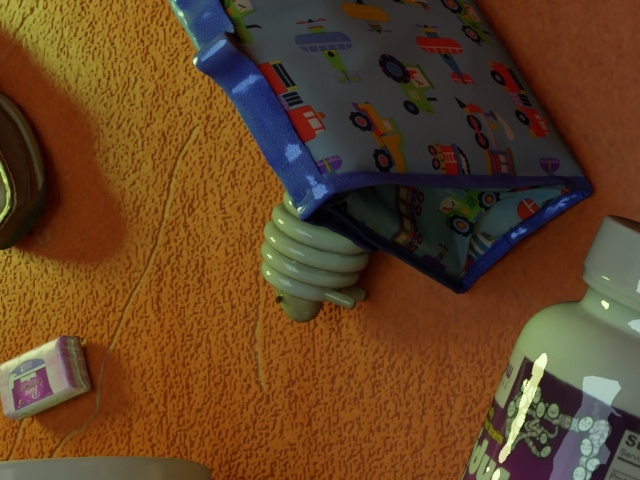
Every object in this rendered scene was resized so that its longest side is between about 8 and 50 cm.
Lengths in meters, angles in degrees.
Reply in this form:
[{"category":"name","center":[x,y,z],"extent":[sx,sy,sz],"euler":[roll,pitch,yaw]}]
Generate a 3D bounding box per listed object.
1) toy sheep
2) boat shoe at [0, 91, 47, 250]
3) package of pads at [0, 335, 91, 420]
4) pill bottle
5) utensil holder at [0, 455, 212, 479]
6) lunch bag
[{"category":"toy sheep","center":[0.000,0.000,1.349],"extent":[0.091,0.091,0.132],"euler":[27,105,34]},{"category":"boat shoe","center":[-0.366,-0.118,1.593],"extent":[0.122,0.120,0.324],"euler":[-52,59,18]},{"category":"package of pads","center":[-0.235,0.117,1.527],"extent":[0.083,0.032,0.050],"euler":[-25,70,30]},{"category":"pill bottle","center":[0.183,0.144,1.151],"extent":[0.169,0.169,0.302],"euler":[26,99,34]},{"category":"utensil holder","center":[-0.211,0.369,1.311],"extent":[0.327,0.327,0.386],"euler":[-15,73,32]},{"category":"lunch bag","center":[0.021,-0.100,1.218],"extent":[0.138,0.293,0.221],"euler":[-40,63,24]}]
